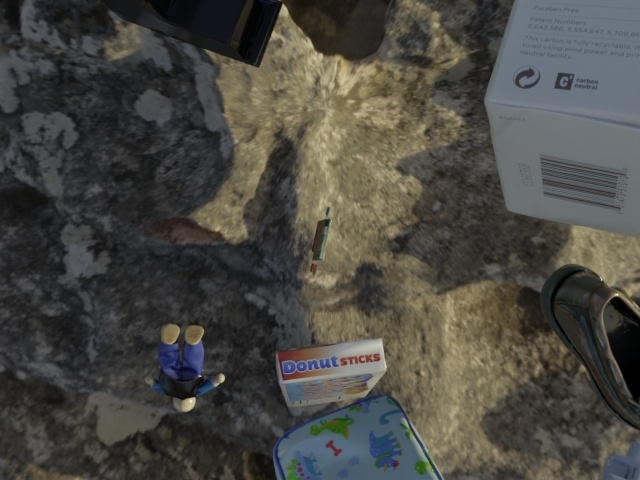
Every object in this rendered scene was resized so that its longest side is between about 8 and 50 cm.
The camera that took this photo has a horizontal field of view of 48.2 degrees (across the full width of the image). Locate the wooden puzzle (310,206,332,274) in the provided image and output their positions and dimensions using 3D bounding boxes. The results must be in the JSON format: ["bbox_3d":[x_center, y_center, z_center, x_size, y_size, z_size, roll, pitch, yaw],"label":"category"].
[{"bbox_3d":[0.000,0.000,0.860,0.006,0.049,0.083,13,84,-13],"label":"wooden puzzle"}]

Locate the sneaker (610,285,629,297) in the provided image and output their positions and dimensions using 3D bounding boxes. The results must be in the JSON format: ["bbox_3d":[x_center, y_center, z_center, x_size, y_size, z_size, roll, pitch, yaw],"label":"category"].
[{"bbox_3d":[0.533,0.145,1.220,0.067,0.078,0.188,-46,119,-10],"label":"sneaker"}]

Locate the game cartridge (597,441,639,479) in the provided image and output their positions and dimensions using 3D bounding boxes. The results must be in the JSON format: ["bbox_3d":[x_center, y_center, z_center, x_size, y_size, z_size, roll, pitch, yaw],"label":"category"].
[{"bbox_3d":[0.150,0.287,0.448,0.060,0.294,0.196,25,128,22],"label":"game cartridge"}]

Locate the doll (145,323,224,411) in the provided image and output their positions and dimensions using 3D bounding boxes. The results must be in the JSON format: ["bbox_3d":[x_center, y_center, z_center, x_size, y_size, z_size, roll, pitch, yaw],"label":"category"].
[{"bbox_3d":[-0.221,0.218,1.171,0.129,0.046,0.189,4,129,-7],"label":"doll"}]

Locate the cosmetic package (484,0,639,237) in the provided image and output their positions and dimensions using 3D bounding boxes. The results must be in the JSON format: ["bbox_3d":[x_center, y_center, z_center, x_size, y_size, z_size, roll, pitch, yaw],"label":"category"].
[{"bbox_3d":[0.269,-0.218,0.603,0.156,0.217,0.385,15,77,23],"label":"cosmetic package"}]

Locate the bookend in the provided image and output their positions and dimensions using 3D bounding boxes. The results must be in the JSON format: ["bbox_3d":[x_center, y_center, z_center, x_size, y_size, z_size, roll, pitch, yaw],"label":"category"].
[{"bbox_3d":[-0.132,-0.234,0.655,0.156,0.157,0.072,21,92,7],"label":"bookend"}]

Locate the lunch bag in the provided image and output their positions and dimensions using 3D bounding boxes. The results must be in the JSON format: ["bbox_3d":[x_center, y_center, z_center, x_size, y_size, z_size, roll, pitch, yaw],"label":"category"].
[{"bbox_3d":[0.047,0.287,0.793,0.176,0.219,0.090,-22,127,-7],"label":"lunch bag"}]

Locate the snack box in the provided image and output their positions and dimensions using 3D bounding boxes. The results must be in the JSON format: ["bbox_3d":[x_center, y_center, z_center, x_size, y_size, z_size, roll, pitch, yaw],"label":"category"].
[{"bbox_3d":[0.005,0.096,0.499,0.064,0.178,0.022,-6,73,-3],"label":"snack box"}]

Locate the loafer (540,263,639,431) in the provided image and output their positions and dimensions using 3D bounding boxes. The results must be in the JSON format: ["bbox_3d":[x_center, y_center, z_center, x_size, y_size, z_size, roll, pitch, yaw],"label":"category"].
[{"bbox_3d":[0.333,0.133,0.744,0.267,0.084,0.096,43,84,-18],"label":"loafer"}]
